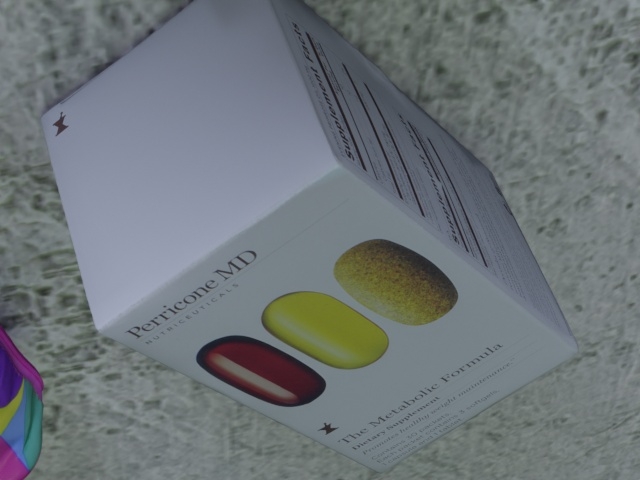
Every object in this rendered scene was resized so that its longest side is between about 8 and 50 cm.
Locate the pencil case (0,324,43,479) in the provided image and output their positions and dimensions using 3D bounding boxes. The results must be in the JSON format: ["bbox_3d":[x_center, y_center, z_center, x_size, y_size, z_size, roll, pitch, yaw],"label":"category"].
[{"bbox_3d":[-0.210,0.044,0.711,0.104,0.104,0.236,-19,146,-3],"label":"pencil case"}]

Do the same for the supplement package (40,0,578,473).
[{"bbox_3d":[0.000,0.000,0.727,0.139,0.134,0.244,-35,142,17],"label":"supplement package"}]
